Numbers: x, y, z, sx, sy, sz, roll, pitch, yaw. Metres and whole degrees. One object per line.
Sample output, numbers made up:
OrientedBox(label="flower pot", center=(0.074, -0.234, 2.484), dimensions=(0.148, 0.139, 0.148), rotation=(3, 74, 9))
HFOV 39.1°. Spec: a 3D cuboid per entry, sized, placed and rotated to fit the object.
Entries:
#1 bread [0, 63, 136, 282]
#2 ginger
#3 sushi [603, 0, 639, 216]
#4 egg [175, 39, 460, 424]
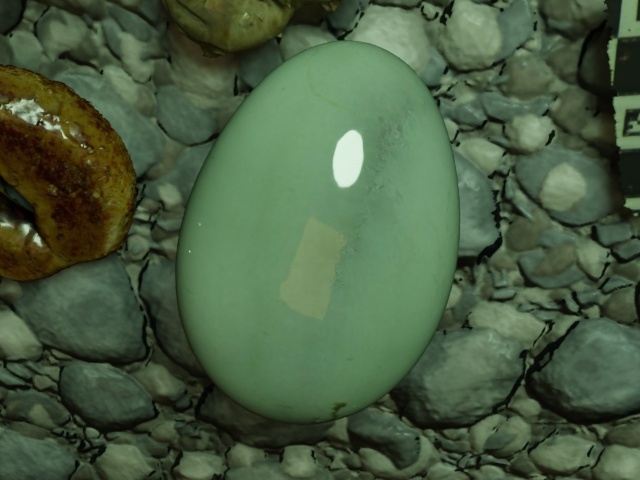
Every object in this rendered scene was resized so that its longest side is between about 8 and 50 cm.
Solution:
OrientedBox(label="bread", center=(-0.230, -0.049, 0.669), dimensions=(0.193, 0.064, 0.193), rotation=(3, 128, 4))
OrientedBox(label="ginger", center=(-0.011, -0.186, 0.539), dimensions=(0.204, 0.080, 0.104), rotation=(-23, 110, 23))
OrientedBox(label="sushi", center=(0.285, -0.116, 0.564), dimensions=(0.210, 0.040, 0.193), rotation=(-10, 127, 12))
OrientedBox(label="egg", center=(0.000, 0.000, 0.592), dimensions=(0.182, 0.183, 0.264), rotation=(15, 116, -1))
